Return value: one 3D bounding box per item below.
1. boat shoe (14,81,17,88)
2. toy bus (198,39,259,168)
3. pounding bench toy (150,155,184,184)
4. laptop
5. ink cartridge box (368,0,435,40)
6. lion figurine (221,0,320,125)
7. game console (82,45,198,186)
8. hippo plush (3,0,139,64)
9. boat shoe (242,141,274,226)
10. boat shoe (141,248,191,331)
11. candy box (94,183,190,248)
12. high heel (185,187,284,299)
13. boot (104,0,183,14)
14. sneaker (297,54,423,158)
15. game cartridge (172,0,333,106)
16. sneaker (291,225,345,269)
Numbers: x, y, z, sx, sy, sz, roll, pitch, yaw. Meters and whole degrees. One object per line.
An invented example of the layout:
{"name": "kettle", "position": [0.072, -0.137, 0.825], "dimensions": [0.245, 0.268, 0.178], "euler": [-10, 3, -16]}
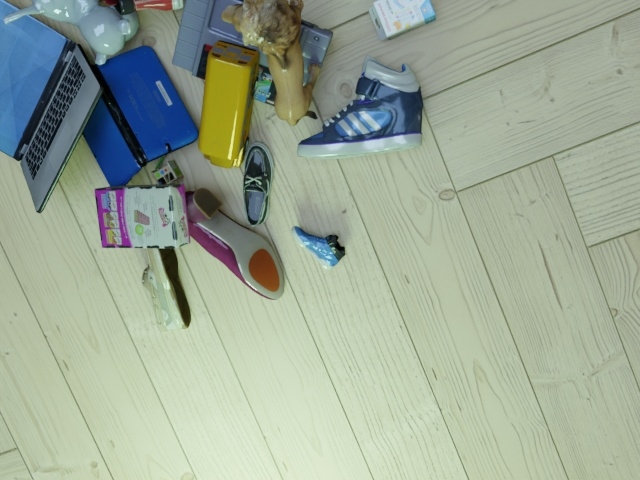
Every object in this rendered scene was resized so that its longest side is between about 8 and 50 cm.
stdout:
{"name": "boat shoe", "position": [-0.873, -0.425, 1.942], "dimensions": [0.133, 0.042, 0.048], "euler": [-2, 103, 11]}
{"name": "toy bus", "position": [-0.227, -0.316, 1.751], "dimensions": [0.108, 0.130, 0.332], "euler": [15, 130, 0]}
{"name": "pounding bench toy", "position": [-0.420, -0.188, 1.907], "dimensions": [0.065, 0.052, 0.083], "euler": [-27, 95, 14]}
{"name": "laptop", "position": [-0.783, -0.355, 1.820], "dimensions": [0.381, 0.236, 0.408], "euler": [-56, 45, 20]}
{"name": "ink cartridge box", "position": [0.194, -0.547, 1.717], "dimensions": [0.143, 0.090, 0.092], "euler": [-22, 97, 12]}
{"name": "lion figurine", "position": [-0.079, -0.388, 1.599], "dimensions": [0.142, 0.240, 0.392], "euler": [-13, 126, 15]}
{"name": "game console", "position": [-0.498, -0.319, 1.887], "dimensions": [0.250, 0.173, 0.293], "euler": [-28, 85, -18]}
{"name": "hippo plush", "position": [-0.555, -0.585, 1.750], "dimensions": [0.237, 0.294, 0.234], "euler": [38, 122, -9]}
{"name": "boat shoe", "position": [-0.164, -0.146, 1.864], "dimensions": [0.078, 0.070, 0.219], "euler": [2, 101, 9]}
{"name": "boat shoe", "position": [-0.440, 0.106, 1.943], "dimensions": [0.098, 0.109, 0.302], "euler": [-11, 104, 10]}
{"name": "candy box", "position": [-0.455, -0.062, 1.827], "dimensions": [0.234, 0.071, 0.159], "euler": [1, 101, 23]}
{"name": "high heel", "position": [-0.249, 0.015, 1.922], "dimensions": [0.181, 0.127, 0.377], "euler": [-13, 117, 55]}
{"name": "boot", "position": [-0.443, -0.627, 1.715], "dimensions": [0.176, 0.244, 0.088], "euler": [-13, 141, -14]}
{"name": "sneaker", "position": [0.091, -0.331, 1.768], "dimensions": [0.323, 0.130, 0.236], "euler": [-5, 92, 14]}
{"name": "game cartridge", "position": [-0.172, -0.465, 1.746], "dimensions": [0.355, 0.068, 0.230], "euler": [20, 123, -4]}
{"name": "sneaker", "position": [0.000, 0.000, 1.871], "dimensions": [0.152, 0.058, 0.085], "euler": [46, 110, -6]}
